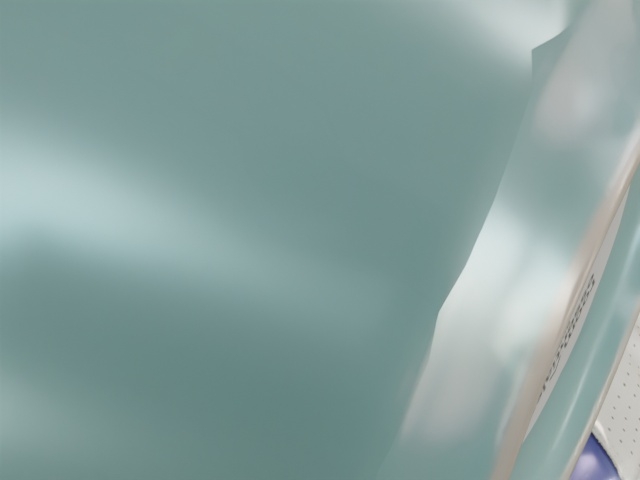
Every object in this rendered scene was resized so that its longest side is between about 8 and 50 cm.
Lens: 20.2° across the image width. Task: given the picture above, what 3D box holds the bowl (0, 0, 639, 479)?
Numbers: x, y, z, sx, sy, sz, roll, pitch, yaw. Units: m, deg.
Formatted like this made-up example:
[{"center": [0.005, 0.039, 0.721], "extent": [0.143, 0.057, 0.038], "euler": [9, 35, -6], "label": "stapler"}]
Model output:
[{"center": [0.000, 0.000, 0.491], "extent": [0.311, 0.163, 0.311], "euler": [-58, 162, -31], "label": "bowl"}]

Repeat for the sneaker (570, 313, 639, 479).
[{"center": [0.072, 0.005, 0.720], "extent": [0.127, 0.182, 0.315], "euler": [-41, -168, 48], "label": "sneaker"}]
